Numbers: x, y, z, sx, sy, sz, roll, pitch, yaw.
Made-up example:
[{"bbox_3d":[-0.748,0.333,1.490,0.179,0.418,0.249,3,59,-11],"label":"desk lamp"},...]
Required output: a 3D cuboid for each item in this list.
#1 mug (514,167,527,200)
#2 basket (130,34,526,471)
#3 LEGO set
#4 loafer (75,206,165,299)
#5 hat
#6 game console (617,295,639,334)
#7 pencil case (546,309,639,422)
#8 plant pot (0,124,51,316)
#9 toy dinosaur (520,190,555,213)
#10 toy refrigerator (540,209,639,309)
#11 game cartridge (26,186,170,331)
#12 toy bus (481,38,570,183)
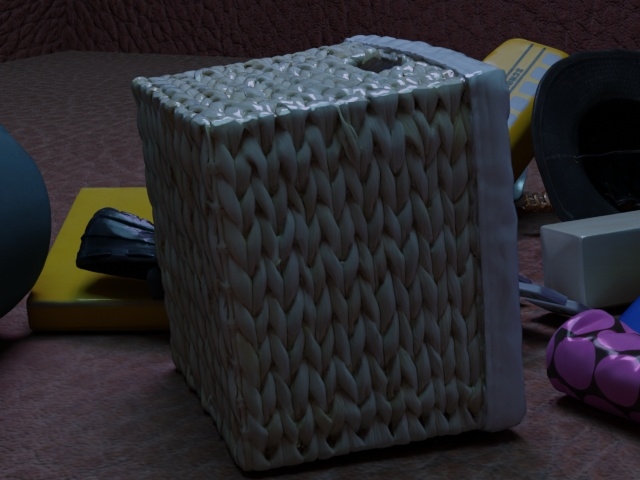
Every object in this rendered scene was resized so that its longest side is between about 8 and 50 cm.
[{"bbox_3d":[0.220,-0.135,2.057,0.169,0.150,0.113,2,29,27],"label":"mug"},{"bbox_3d":[0.000,0.000,1.223,0.267,0.331,0.328,-12,17,-16],"label":"basket"},{"bbox_3d":[0.163,0.057,1.480,0.182,0.060,0.244,24,-7,-40],"label":"LEGO set"},{"bbox_3d":[-0.158,0.031,1.431,0.223,0.078,0.076,17,-21,16],"label":"loafer"},{"bbox_3d":[0.398,-0.083,1.734,0.331,0.331,0.134,-6,-23,-17],"label":"hat"},{"bbox_3d":[0.489,0.084,1.351,0.250,0.173,0.293,26,-11,-32],"label":"game console"},{"bbox_3d":[0.304,0.120,1.182,0.098,0.095,0.209,-47,38,-19],"label":"pencil case"},{"bbox_3d":[-0.446,-0.004,1.312,0.341,0.341,0.334,2,6,11],"label":"plant pot"},{"bbox_3d":[0.433,-0.091,1.885,0.322,0.164,0.218,10,22,-33],"label":"toy dinosaur"},{"bbox_3d":[0.402,0.015,1.553,0.270,0.094,0.102,-8,10,-17],"label":"toy refrigerator"},{"bbox_3d":[-0.153,0.020,1.566,0.324,0.052,0.285,2,29,3],"label":"game cartridge"},{"bbox_3d":[0.225,-0.139,1.868,0.130,0.108,0.332,23,57,26],"label":"toy bus"}]
